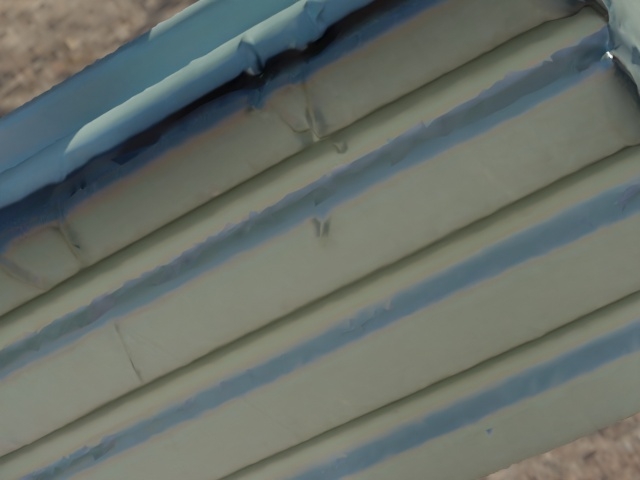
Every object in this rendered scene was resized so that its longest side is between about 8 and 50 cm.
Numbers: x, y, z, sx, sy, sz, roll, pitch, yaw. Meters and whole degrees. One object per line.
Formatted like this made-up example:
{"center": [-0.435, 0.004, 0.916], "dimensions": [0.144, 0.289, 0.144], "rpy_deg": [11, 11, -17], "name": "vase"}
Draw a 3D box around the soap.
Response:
{"center": [0.000, 0.000, 0.501], "dimensions": [0.261, 0.150, 0.094], "rpy_deg": [-26, 29, 26], "name": "soap"}
